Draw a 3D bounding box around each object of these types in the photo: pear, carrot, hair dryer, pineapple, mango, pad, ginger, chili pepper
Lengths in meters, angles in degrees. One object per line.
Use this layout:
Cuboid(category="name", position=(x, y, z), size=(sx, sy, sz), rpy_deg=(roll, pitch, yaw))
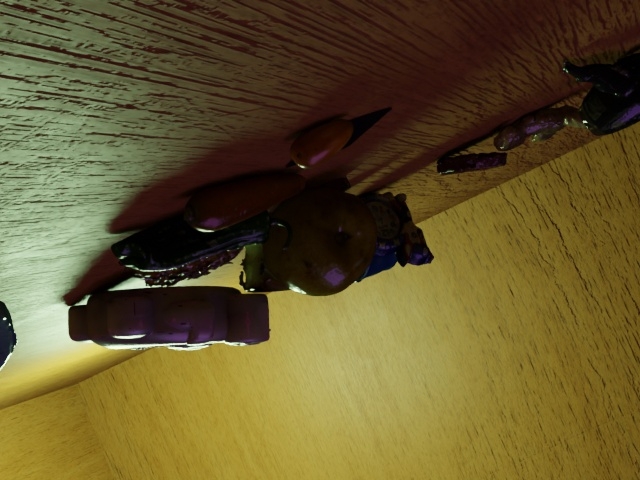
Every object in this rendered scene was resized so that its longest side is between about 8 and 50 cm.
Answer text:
Cuboid(category="pear", position=(0.000, 0.000, 1.589), size=(0.200, 0.200, 0.200), rpy_deg=(-24, 175, -2))
Cuboid(category="carrot", position=(-0.088, -0.064, 1.307), size=(0.271, 0.062, 0.066), rpy_deg=(-24, 143, -48))
Cuboid(category="hair dryer", position=(0.521, -0.294, 1.577), size=(0.359, 0.120, 0.304), rpy_deg=(-4, 153, -49))
Cuboid(category="pineapple", position=(-0.209, 0.024, 1.486), size=(0.225, 0.076, 0.225), rpy_deg=(-19, 175, -2))
Cuboid(category="mango", position=(0.003, -0.124, 1.172), size=(0.089, 0.046, 0.060), rpy_deg=(-36, 180, -14))
Cuboid(category="pad", position=(0.023, -0.141, 1.294), size=(0.112, 0.003, 0.157), rpy_deg=(-21, 173, -27))
Cuboid(category="ginger", position=(0.473, -0.239, 1.932), size=(0.259, 0.065, 0.149), rpy_deg=(-17, 180, -5))
Cuboid(category="chili pepper", position=(-0.170, -0.006, 1.338), size=(0.257, 0.074, 0.100), rpy_deg=(-17, -154, -20))

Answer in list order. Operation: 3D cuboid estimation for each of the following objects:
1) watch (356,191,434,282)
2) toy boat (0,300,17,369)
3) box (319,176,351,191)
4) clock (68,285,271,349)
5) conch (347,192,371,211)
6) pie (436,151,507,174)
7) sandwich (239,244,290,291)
Cuboid(category="watch", position=(0.107, 0.001, 2.060), size=(0.171, 0.196, 0.200), rpy_deg=(-9, 160, -33))
Cuboid(category="toy boat", position=(-0.516, 0.130, 1.214), size=(0.215, 0.123, 0.330), rpy_deg=(-30, 166, -23))
Cuboid(category="box", position=(0.012, -0.085, 1.678), size=(0.051, 0.023, 0.082), rpy_deg=(-21, 174, -33))
Cuboid(category="clock", position=(-0.290, 0.150, 1.775), size=(0.322, 0.113, 0.295), rpy_deg=(3, 171, -38))
Cuboid(category="conch", position=(0.045, -0.057, 1.826), size=(0.121, 0.074, 0.089), rpy_deg=(14, 152, -3))
Cuboid(category="pie", position=(0.318, -0.163, 1.969), size=(0.153, 0.038, 0.153), rpy_deg=(-5, -179, 0))
Cuboid(category="sandwich", position=(-0.078, 0.040, 1.775), size=(0.128, 0.122, 0.236), rpy_deg=(-8, -179, -15))
